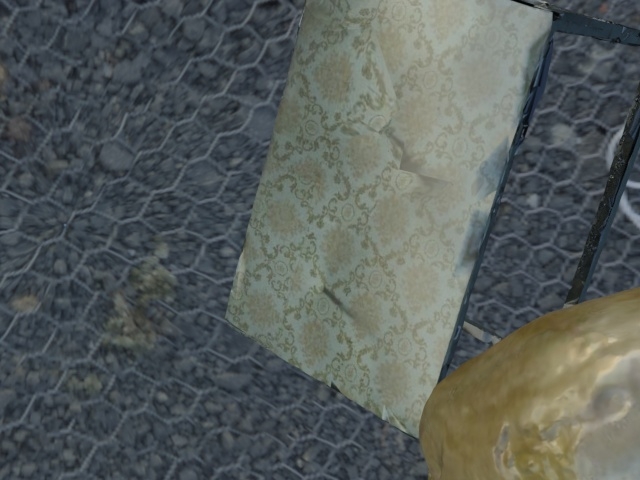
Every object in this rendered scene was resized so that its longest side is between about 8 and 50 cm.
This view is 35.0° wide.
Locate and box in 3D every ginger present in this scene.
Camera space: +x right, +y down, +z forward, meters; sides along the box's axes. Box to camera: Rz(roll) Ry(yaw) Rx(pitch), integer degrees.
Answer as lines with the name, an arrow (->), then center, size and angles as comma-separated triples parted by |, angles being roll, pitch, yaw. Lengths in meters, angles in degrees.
ginger -> 0.159, 0.113, 0.618 | 0.267, 0.152, 0.138 | -33, 66, 22

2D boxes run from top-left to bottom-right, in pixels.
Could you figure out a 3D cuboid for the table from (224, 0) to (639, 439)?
table -> 0.118, -0.051, 0.890 | 0.272, 0.222, 0.335 | -7, 118, -51
